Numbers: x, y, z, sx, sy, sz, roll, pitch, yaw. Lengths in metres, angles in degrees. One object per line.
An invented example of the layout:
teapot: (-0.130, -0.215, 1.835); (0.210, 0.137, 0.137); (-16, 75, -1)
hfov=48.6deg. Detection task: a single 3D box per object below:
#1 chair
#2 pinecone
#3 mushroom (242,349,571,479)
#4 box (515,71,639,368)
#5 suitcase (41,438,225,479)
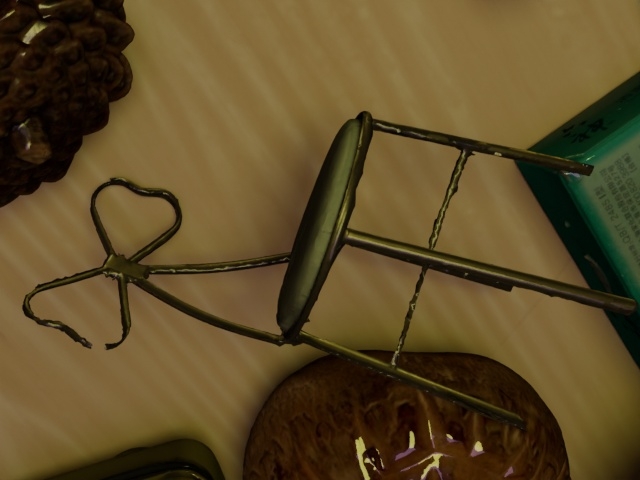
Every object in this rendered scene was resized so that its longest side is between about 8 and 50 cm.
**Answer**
chair: (0.000, 0.000, 0.443); (0.325, 0.160, 0.170); (17, 133, -6)
pinecone: (-0.222, -0.117, 0.419); (0.207, 0.208, 0.208); (-1, 104, -5)
mushroom: (0.064, 0.189, 0.544); (0.253, 0.153, 0.253); (-2, 114, -4)
box: (0.282, -0.003, 0.544); (0.153, 0.092, 0.245); (-34, 105, 2)
suitcase: (-0.158, 0.269, 0.541); (0.234, 0.143, 0.194); (-18, 104, 0)
